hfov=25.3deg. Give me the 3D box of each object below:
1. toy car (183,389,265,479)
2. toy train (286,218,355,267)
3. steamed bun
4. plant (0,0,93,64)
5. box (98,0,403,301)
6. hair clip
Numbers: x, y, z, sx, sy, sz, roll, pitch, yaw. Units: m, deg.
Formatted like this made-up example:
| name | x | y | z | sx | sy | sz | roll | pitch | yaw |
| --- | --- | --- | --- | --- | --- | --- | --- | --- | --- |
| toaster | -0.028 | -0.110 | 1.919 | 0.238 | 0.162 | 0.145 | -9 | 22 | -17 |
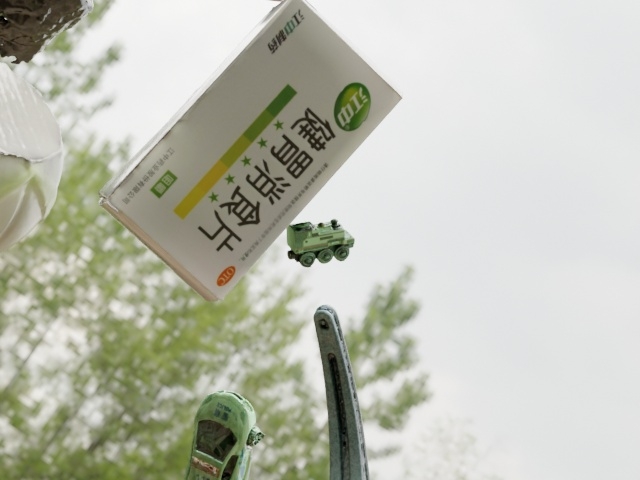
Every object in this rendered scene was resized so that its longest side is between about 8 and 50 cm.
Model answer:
| name | x | y | z | sx | sy | sz | roll | pitch | yaw |
| --- | --- | --- | --- | --- | --- | --- | --- | --- | --- |
| toy car | -0.130 | 0.272 | 1.741 | 0.093 | 0.186 | 0.058 | 22 | 21 | 29 |
| toy train | 0.000 | 0.000 | 1.674 | 0.033 | 0.083 | 0.053 | -135 | -142 | -57 |
| steamed bun | -0.509 | -0.089 | 1.878 | 0.309 | 0.309 | 0.309 | 28 | -21 | 12 |
| plant | -0.474 | -0.378 | 2.190 | 0.178 | 0.234 | 0.204 | 61 | -1 | 4 |
| box | -0.078 | -0.109 | 1.615 | 0.173 | 0.333 | 0.145 | 43 | -6 | -12 |
| hair clip | 0.019 | 0.199 | 1.433 | 0.048 | 0.275 | 0.083 | -5 | 3 | 26 |
